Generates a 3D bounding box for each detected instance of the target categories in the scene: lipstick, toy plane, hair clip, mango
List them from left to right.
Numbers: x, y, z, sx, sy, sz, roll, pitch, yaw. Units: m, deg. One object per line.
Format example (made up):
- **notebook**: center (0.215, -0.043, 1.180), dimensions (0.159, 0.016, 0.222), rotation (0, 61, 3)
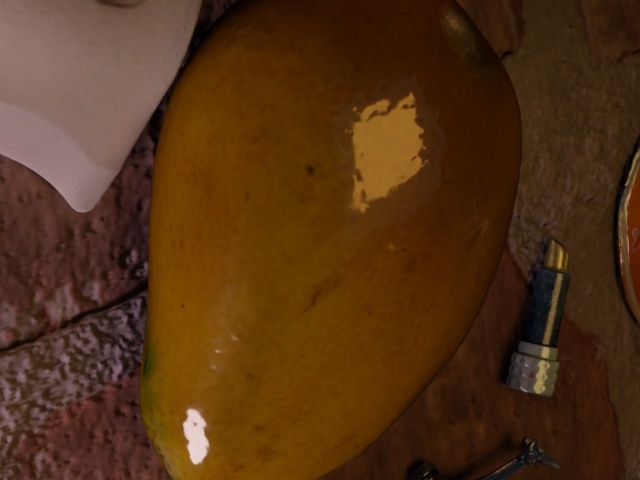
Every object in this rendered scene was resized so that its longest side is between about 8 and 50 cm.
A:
- **hair clip**: center (-0.137, -0.155, 0.558), dimensions (0.172, 0.113, 0.282), rotation (14, 94, -34)
- **mango**: center (0.000, 0.000, 0.648), dimensions (0.211, 0.173, 0.317), rotation (13, 100, -33)
- **toy plane**: center (0.104, 0.189, 0.829), dimensions (0.167, 0.054, 0.062), rotation (-27, 138, -24)
- **lipstick**: center (0.168, 0.056, 0.847), dimensions (0.037, 0.037, 0.116), rotation (14, 89, -34)

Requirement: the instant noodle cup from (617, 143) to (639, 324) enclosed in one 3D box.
- **instant noodle cup**: center (0.370, -0.004, 0.873), dimensions (0.230, 0.182, 0.230), rotation (-8, 105, -30)
